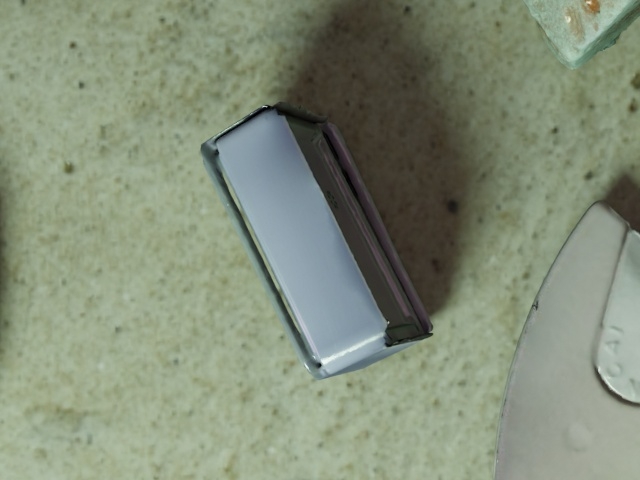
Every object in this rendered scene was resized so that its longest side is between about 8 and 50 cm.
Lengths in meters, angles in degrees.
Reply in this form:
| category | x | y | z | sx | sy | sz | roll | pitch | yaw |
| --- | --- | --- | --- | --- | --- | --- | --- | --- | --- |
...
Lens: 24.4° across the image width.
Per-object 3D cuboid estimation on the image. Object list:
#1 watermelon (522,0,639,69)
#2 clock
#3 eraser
| category | x | y | z | sx | sy | sz | roll | pitch | yaw |
| --- | --- | --- | --- | --- | --- | --- | --- | --- | --- |
| watermelon | 0.230 | -0.212 | 1.075 | 0.320 | 0.289 | 0.214 | 7 | 114 | -7 |
| clock | 0.001 | 0.000 | 1.089 | 0.073 | 0.144 | 0.193 | -28 | 81 | 13 |
| eraser | 0.212 | 0.122 | 1.099 | 0.204 | 0.059 | 0.243 | 40 | 85 | 8 |
